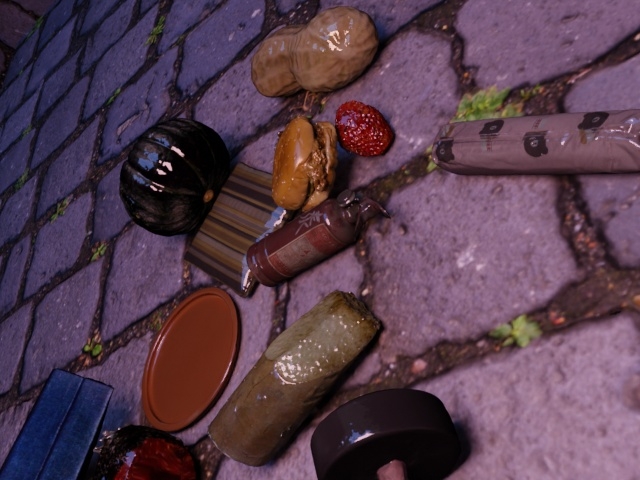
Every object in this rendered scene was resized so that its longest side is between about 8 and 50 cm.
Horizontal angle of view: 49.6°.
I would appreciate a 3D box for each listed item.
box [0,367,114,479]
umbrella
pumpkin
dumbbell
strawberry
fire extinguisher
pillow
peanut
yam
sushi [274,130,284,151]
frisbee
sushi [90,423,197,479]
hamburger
[{"bbox_3d":[-0.439,0.391,1.079,0.261,0.116,0.279,-87,23,-54],"label":"box"},{"bbox_3d":[0.270,-0.108,0.780,0.337,0.073,0.067,6,89,49],"label":"umbrella"},{"bbox_3d":[-0.263,-0.113,1.263,0.161,0.220,0.221,27,86,16],"label":"pumpkin"},{"bbox_3d":[0.083,0.270,0.664,0.152,0.152,0.218,-40,42,22],"label":"dumbbell"},{"bbox_3d":[0.064,-0.166,1.048,0.096,0.083,0.083,29,87,19],"label":"strawberry"},{"bbox_3d":[0.005,0.001,1.001,0.252,0.075,0.106,-29,51,31],"label":"fire extinguisher"},{"bbox_3d":[-0.133,-0.026,1.186,0.208,0.052,0.212,24,84,49],"label":"pillow"},{"bbox_3d":[-0.021,-0.317,1.209,0.298,0.120,0.136,1,61,51],"label":"peanut"},{"bbox_3d":[-0.036,0.179,0.905,0.259,0.106,0.106,-53,38,10],"label":"yam"},{"bbox_3d":[-0.045,-0.175,1.197,0.083,0.044,0.046,-53,37,10],"label":"sushi"},{"bbox_3d":[-0.217,0.195,1.157,0.250,0.021,0.251,-27,48,35],"label":"frisbee"},{"bbox_3d":[-0.269,0.384,0.994,0.126,0.136,0.225,-5,66,54],"label":"sushi"},{"bbox_3d":[-0.026,-0.112,1.047,0.147,0.083,0.138,139,133,-65],"label":"hamburger"}]
